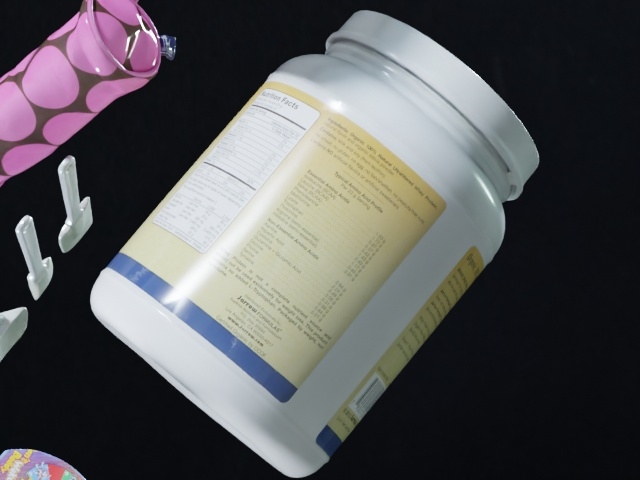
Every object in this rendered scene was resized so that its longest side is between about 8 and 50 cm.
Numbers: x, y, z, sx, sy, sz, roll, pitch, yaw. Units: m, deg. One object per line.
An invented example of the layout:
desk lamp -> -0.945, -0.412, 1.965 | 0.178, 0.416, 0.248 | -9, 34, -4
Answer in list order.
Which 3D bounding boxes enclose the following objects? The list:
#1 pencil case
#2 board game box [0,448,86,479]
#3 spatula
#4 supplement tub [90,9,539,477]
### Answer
pencil case -> -0.220, -0.123, 1.277 | 0.209, 0.098, 0.095 | -29, -40, 29
board game box -> -0.283, 0.279, 1.478 | 0.133, 0.033, 0.169 | 43, -80, 5
spatula -> -0.245, 0.020, 1.360 | 0.019, 0.242, 0.168 | 35, -105, 3
supplement tub -> 0.000, 0.000, 1.242 | 0.316, 0.228, 0.228 | -50, -59, -9
